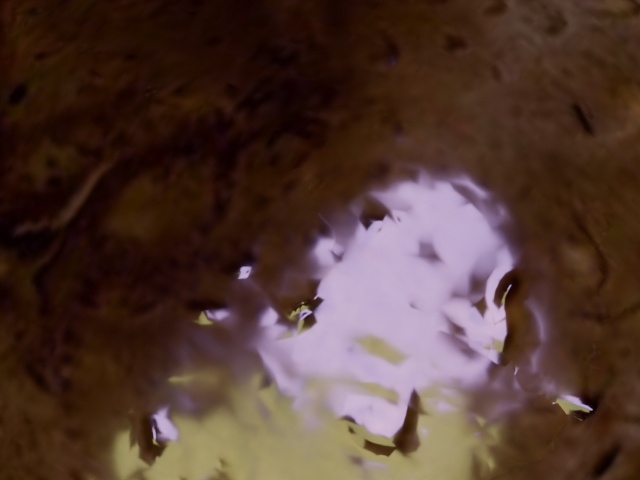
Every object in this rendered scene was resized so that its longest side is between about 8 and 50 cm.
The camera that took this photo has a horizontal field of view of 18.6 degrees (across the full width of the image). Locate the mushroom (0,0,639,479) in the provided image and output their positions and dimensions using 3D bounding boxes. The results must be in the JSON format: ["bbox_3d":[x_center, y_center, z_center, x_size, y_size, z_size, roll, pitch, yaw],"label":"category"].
[{"bbox_3d":[-0.009,-0.011,0.577,0.345,0.239,0.345,-9,75,36],"label":"mushroom"}]
